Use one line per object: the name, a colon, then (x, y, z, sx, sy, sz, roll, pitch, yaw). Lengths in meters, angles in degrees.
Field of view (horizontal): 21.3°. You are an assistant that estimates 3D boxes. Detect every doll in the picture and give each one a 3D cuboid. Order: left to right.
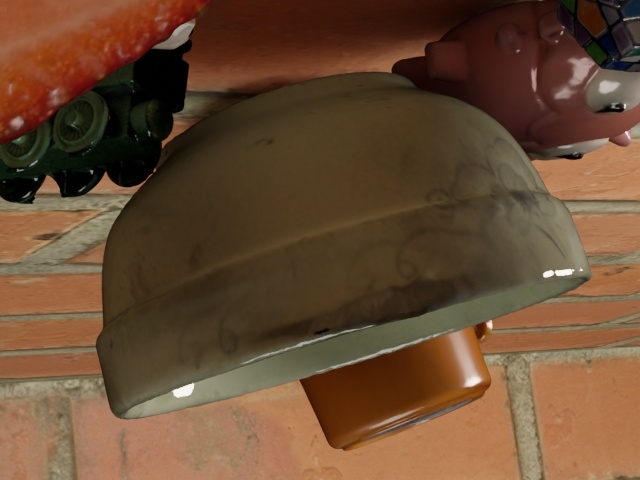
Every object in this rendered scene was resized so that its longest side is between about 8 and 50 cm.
doll: (0.148, -0.103, 1.152, 0.211, 0.093, 0.262, 2, 165, -9)

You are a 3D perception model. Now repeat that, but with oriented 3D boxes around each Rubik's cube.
Rubik's cube: (0.187, -0.147, 0.968, 0.111, 0.093, 0.111, -5, 170, -1)

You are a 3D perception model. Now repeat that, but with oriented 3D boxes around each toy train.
toy train: (-0.157, -0.083, 1.028, 0.170, 0.111, 0.071, -7, 157, 33)

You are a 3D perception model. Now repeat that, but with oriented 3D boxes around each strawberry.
strawberry: (-0.174, -0.129, 0.821, 0.236, 0.107, 0.175, 3, 128, -49)

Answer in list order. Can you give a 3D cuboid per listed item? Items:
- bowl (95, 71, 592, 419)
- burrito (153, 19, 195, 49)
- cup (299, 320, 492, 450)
bowl: (0.000, 0.000, 1.063, 0.307, 0.163, 0.307, -17, 170, -3)
burrito: (-0.161, -0.127, 0.920, 0.203, 0.064, 0.064, -4, 169, -22)
cup: (0.038, 0.012, 1.304, 0.226, 0.264, 0.182, -13, 167, -43)
